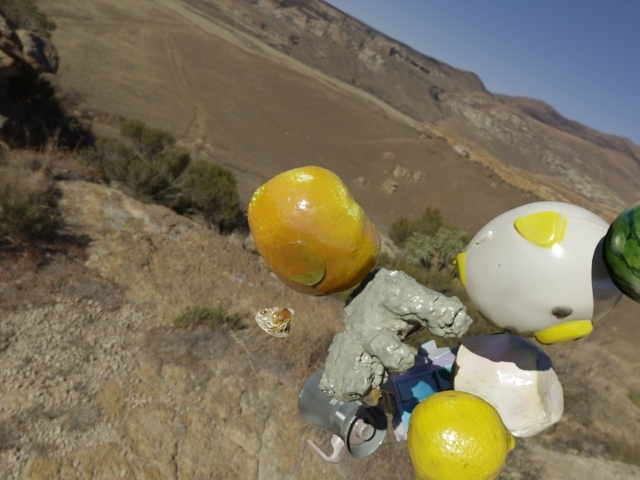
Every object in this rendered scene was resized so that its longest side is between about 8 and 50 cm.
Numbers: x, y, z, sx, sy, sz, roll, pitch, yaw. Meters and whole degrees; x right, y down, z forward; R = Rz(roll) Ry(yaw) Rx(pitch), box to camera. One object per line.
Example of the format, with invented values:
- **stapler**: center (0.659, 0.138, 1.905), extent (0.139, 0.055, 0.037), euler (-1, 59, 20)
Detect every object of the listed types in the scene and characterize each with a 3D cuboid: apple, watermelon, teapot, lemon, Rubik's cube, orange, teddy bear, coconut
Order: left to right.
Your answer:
- **orange**: center (-0.014, -0.006, 1.036), extent (0.334, 0.263, 0.196), euler (58, 13, -18)
- **teapot**: center (0.068, 0.692, 1.774), extent (0.253, 0.300, 0.344), euler (43, -14, -29)
- **teddy bear**: center (0.143, 0.243, 1.099), extent (0.224, 0.367, 0.357), euler (33, -3, -11)
- **apple**: center (0.335, 0.692, 2.040), extent (0.174, 0.188, 0.188), euler (5, 31, -25)
- **Rubik's cube**: center (0.427, 0.611, 1.781), extent (0.368, 0.387, 0.358), euler (-14, 89, -86)
- **lemon**: center (0.341, 0.488, 1.107), extent (0.254, 0.228, 0.228), euler (-10, 35, -11)
- **coconut**: center (0.581, 0.456, 1.445), extent (0.353, 0.352, 0.352), euler (25, 23, -11)
- **watermelon**: center (0.586, 0.008, 0.807), extent (0.127, 0.204, 0.232), euler (26, 61, 17)

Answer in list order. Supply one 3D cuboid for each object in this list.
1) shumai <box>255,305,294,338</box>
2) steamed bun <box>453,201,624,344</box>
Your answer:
- **shumai**: center (-0.153, 0.292, 1.676), extent (0.146, 0.116, 0.145), euler (33, 22, -16)
- **steamed bun**: center (0.521, 0.075, 1.077), extent (0.334, 0.374, 0.333), euler (13, 56, -21)
